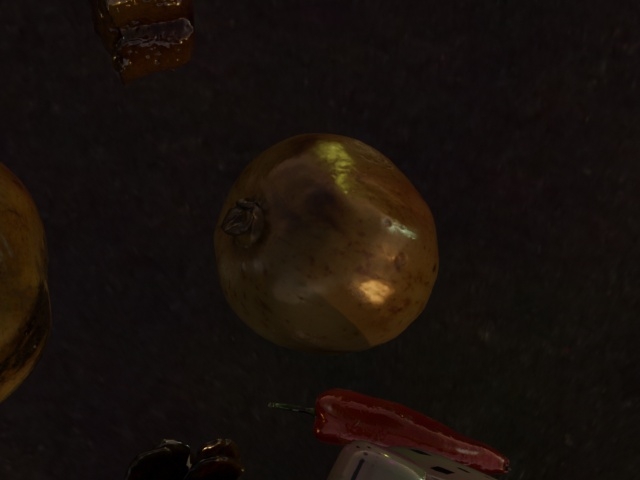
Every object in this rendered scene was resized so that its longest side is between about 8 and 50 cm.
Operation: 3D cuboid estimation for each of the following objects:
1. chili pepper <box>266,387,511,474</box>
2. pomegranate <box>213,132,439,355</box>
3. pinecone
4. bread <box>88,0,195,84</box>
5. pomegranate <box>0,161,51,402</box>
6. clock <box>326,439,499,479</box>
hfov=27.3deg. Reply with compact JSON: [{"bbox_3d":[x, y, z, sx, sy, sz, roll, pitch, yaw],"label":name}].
[{"bbox_3d":[0.073,0.205,1.421,0.272,0.071,0.063,14,102,11],"label":"chili pepper"},{"bbox_3d":[0.000,0.000,1.238,0.215,0.215,0.215,-1,72,3],"label":"pomegranate"},{"bbox_3d":[-0.138,0.360,1.499,0.244,0.244,0.309,-44,42,-10],"label":"pinecone"},{"bbox_3d":[-0.236,-0.325,1.737,0.135,0.232,0.246,-5,46,-4],"label":"bread"},{"bbox_3d":[-0.446,0.051,1.512,0.322,0.322,0.322,-1,72,3],"label":"pomegranate"},{"bbox_3d":[0.160,0.255,1.050,0.310,0.284,0.114,24,83,15],"label":"clock"}]
